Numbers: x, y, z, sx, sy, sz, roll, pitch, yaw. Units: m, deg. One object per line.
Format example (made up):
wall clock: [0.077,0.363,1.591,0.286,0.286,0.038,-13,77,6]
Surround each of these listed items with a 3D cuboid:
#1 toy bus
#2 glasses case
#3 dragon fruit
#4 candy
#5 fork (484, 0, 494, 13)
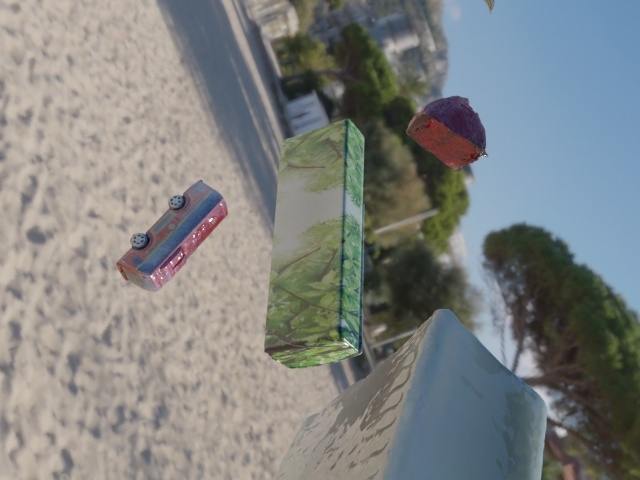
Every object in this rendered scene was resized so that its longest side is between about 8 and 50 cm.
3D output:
toy bus: [-0.227,-0.007,1.305,0.077,0.192,0.065,29,-25,23]
glasses case: [0.000,0.000,0.921,0.062,0.095,0.272,43,42,-47]
dragon fruit: [0.229,-0.204,1.495,0.147,0.102,0.096,34,53,-19]
candy: [0.046,0.232,0.621,0.145,0.208,0.359,41,32,-8]
fork: [0.164,-0.399,1.211,0.219,0.028,0.034,37,-8,11]
